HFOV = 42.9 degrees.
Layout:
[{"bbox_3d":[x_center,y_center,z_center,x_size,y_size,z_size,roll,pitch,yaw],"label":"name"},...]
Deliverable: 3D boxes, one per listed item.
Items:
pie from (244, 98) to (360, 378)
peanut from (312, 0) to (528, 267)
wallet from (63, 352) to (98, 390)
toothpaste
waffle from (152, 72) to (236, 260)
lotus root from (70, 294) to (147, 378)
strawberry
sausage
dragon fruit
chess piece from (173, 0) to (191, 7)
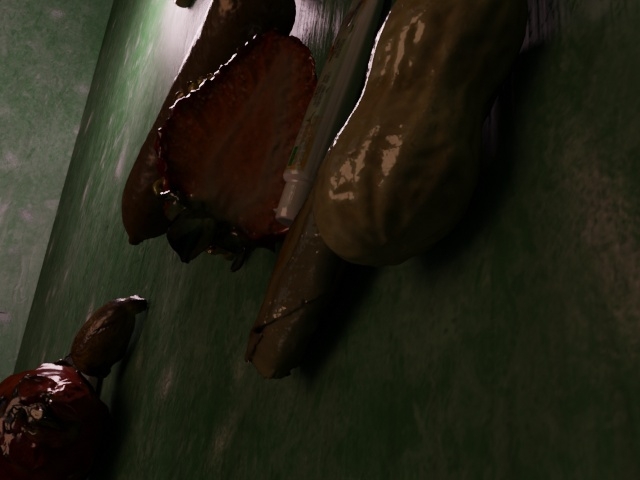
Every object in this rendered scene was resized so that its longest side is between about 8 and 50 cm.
[{"bbox_3d":[0.000,0.000,0.762,0.129,0.068,0.283,-80,10,-67],"label":"pie"},{"bbox_3d":[0.081,-0.097,0.614,0.257,0.123,0.123,-66,24,4],"label":"peanut"},{"bbox_3d":[-0.513,0.336,1.677,0.262,0.071,0.221,-37,36,48],"label":"wallet"},{"bbox_3d":[0.017,-0.163,0.879,0.058,0.056,0.315,14,77,24],"label":"toothpaste"},{"bbox_3d":[-0.131,-0.111,1.068,0.237,0.058,0.243,30,101,43],"label":"waffle"},{"bbox_3d":[-0.381,0.162,1.467,0.191,0.094,0.108,-56,21,24],"label":"lotus root"},{"bbox_3d":[-0.090,-0.094,0.930,0.286,0.188,0.106,-66,6,-14],"label":"strawberry"},{"bbox_3d":[-0.178,-0.189,1.229,0.501,0.123,0.136,-54,12,33],"label":"sausage"},{"bbox_3d":[-0.481,0.338,1.401,0.315,0.250,0.250,-38,39,31],"label":"dragon fruit"},{"bbox_3d":[-0.327,-0.605,1.972,0.083,0.038,0.084,-43,37,45],"label":"chess piece"}]
